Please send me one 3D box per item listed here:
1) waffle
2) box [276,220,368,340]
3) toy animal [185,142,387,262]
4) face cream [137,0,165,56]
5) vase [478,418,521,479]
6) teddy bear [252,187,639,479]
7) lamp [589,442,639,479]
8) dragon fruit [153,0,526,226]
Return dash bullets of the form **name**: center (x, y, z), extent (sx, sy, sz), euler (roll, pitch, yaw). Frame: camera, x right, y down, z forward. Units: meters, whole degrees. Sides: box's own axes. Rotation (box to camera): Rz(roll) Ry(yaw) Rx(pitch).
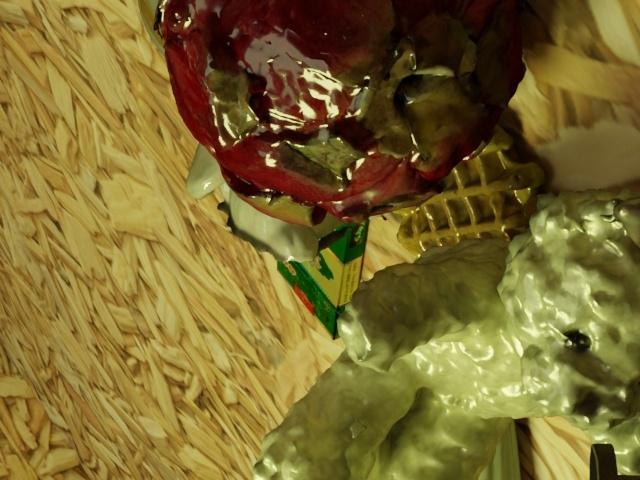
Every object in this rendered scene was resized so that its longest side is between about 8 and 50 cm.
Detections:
- **waffle**: center (0.152, -0.007, 1.420), extent (0.253, 0.056, 0.249), euler (52, 153, 22)
- **box**: center (0.000, 0.000, 1.758), extent (0.132, 0.034, 0.235), euler (50, 152, 29)
- **toy animal**: center (-0.026, -0.126, 1.503), extent (0.174, 0.249, 0.289), euler (14, 91, 21)
- **face cream**: center (-0.148, -0.315, 1.713), extent (0.144, 0.071, 0.291), euler (58, 155, 14)
- **vase**: center (0.155, 0.239, 1.580), extent (0.128, 0.128, 0.248), euler (40, 138, 43)
- **teddy bear**: center (0.167, 0.123, 1.161), extent (0.327, 0.375, 0.362), euler (32, 173, -25)
- **lamp**: center (0.308, 0.188, 1.093), extent (0.121, 0.214, 0.121), euler (-2, -90, -86)
- **dragon fruit**: center (0.019, -0.173, 1.231), extent (0.329, 0.329, 0.329), euler (45, 149, 37)
